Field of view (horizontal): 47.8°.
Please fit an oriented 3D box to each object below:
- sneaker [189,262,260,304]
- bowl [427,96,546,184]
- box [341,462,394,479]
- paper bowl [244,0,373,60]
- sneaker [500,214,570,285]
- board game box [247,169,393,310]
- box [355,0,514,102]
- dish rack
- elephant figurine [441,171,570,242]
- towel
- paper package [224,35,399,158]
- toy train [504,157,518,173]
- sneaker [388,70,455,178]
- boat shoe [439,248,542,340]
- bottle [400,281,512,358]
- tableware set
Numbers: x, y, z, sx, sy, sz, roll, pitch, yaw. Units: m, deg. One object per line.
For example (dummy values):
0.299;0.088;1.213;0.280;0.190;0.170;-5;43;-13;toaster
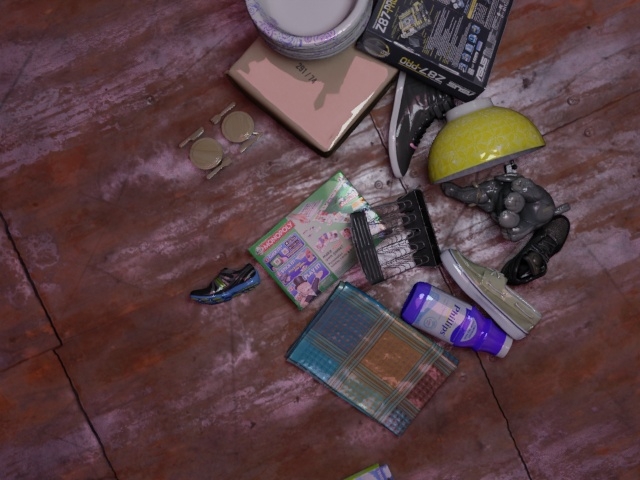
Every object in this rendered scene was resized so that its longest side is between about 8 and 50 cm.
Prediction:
-0.250;0.114;1.880;0.188;0.067;0.078;-22;69;3;sneaker
0.380;-0.253;1.751;0.290;0.289;0.156;-19;88;1;bowl
0.112;0.661;1.884;0.178;0.042;0.109;-25;91;1;box
-0.023;-0.550;1.649;0.285;0.148;0.284;-1;82;8;paper bowl
0.562;0.027;1.831;0.227;0.130;0.087;-44;92;-1;sneaker
0.000;0.000;1.877;0.317;0.046;0.213;-40;90;1;board game box
0.298;-0.570;1.757;0.318;0.097;0.394;24;69;-10;box
0.182;-0.005;1.787;0.074;0.272;0.208;-18;89;41;dish rack
0.459;-0.108;1.823;0.169;0.239;0.186;-47;118;-1;elephant figurine
0.129;0.305;1.855;0.370;0.040;0.271;35;105;0;towel
-0.012;-0.418;1.814;0.325;0.168;0.309;40;91;1;paper package
0.486;-0.234;1.880;0.036;0.027;0.158;-9;91;13;toy train
0.260;-0.299;1.823;0.147;0.104;0.295;8;91;20;sneaker
0.432;0.120;1.836;0.302;0.109;0.094;44;106;-3;boat shoe
0.351;0.211;1.851;0.283;0.092;0.118;27;96;0;bottle
-0.253;-0.256;1.883;0.194;0.039;0.128;-40;78;-5;tableware set
